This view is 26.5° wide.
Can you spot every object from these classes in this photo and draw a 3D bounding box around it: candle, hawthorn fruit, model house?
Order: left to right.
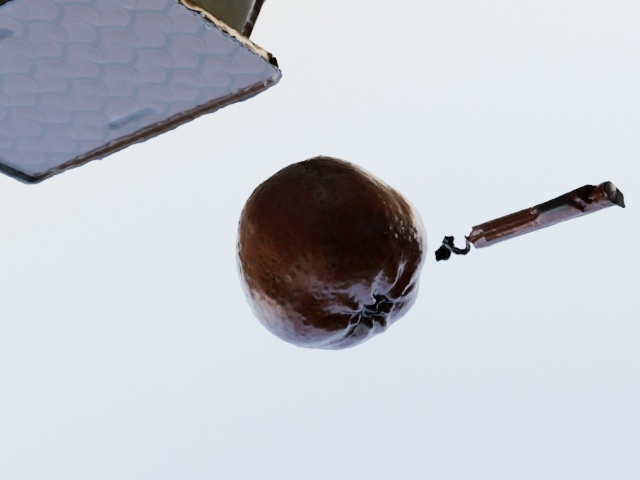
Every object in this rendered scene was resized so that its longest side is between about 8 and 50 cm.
[{"bbox_3d":[-0.118,-0.149,0.639,0.326,0.169,0.244,20,-95,33],"label":"model house"},{"bbox_3d":[0.000,0.000,1.251,0.179,0.179,0.200,-29,-126,-6],"label":"hawthorn fruit"},{"bbox_3d":[0.141,-0.013,0.972,0.026,0.021,0.167,14,157,-40],"label":"candle"}]
